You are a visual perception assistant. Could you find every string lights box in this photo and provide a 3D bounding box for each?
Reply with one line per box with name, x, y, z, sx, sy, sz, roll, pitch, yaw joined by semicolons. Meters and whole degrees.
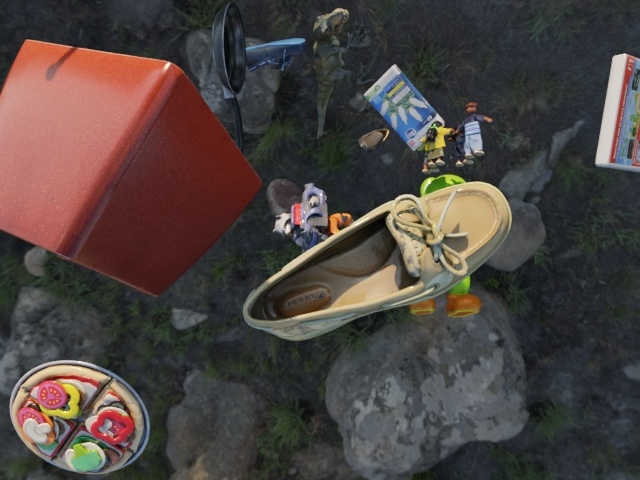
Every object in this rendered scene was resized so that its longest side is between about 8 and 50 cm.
string lights box;0.287;-0.452;1.400;0.259;0.076;0.133;45;120;-9

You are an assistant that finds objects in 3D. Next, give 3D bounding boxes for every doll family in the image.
doll family;0.281;-0.219;0.881;0.193;0.076;0.111;-5;77;43

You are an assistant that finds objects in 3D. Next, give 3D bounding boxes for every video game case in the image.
video game case;0.665;-0.240;0.826;0.286;0.025;0.203;0;99;-27

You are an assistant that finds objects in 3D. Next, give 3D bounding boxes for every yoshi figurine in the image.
yoshi figurine;0.293;-0.006;0.990;0.203;0.204;0.361;-18;62;48

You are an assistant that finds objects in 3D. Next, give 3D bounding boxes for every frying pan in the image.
frying pan;-0.212;-0.400;1.004;0.053;0.197;0.325;4;132;3

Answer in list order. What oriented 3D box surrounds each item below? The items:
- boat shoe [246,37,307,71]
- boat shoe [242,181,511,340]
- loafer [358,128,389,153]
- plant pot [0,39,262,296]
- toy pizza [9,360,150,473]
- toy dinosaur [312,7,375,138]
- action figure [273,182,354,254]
boat shoe;-0.148;-0.627;1.391;0.259;0.109;0.088;12;127;38
boat shoe;0.060;0.025;0.413;0.285;0.089;0.104;-30;74;6
loafer;0.170;-0.322;1.300;0.061;0.170;0.062;-35;100;34
plant pot;-0.284;-0.074;0.572;0.268;0.267;0.235;17;73;21
toy pizza;-0.350;0.264;0.589;0.202;0.032;0.201;0;108;0
toy dinosaur;0.034;-0.295;0.698;0.118;0.268;0.064;-36;71;-16
action figure;0.000;0.000;1.360;0.331;0.341;0.178;17;145;-13
